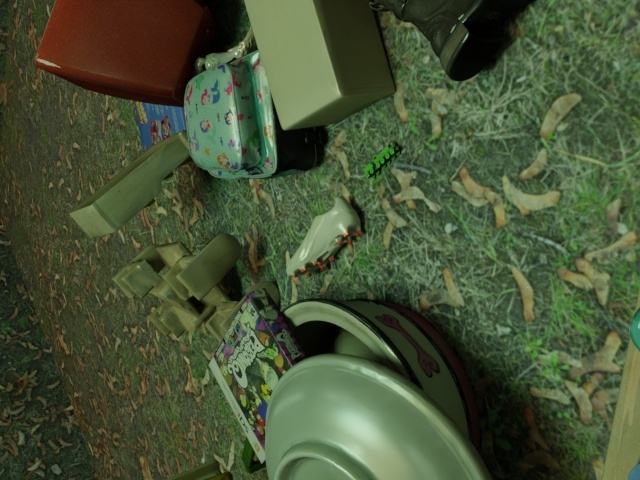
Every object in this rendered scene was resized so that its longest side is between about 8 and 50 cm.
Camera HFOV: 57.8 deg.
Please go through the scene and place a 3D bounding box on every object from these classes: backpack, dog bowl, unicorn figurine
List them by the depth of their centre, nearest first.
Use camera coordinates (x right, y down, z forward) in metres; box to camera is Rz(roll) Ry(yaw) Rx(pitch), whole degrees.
[{"bbox_3d":[0.076,0.278,0.936,0.408,0.150,0.408,14,109,47],"label":"dog bowl"},{"bbox_3d":[-0.139,-0.218,1.058,0.253,0.191,0.225,7,105,55],"label":"backpack"},{"bbox_3d":[-0.171,-0.351,1.128,0.060,0.161,0.111,54,162,20],"label":"unicorn figurine"}]

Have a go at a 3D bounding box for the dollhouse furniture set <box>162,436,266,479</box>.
[{"bbox_3d":[-0.151,0.485,1.134,0.197,0.301,0.151,47,134,36],"label":"dollhouse furniture set"}]

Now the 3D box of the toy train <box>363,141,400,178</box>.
[{"bbox_3d":[0.096,-0.127,0.919,0.083,0.017,0.024,-43,56,46],"label":"toy train"}]

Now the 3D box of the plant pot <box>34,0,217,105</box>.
[{"bbox_3d":[-0.351,-0.397,1.137,0.267,0.235,0.267,-118,50,-83],"label":"plant pot"}]

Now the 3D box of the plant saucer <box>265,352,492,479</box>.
[{"bbox_3d":[0.044,0.356,0.777,0.400,0.100,0.401,16,115,38],"label":"plant saucer"}]

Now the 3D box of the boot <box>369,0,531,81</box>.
[{"bbox_3d":[0.171,-0.356,0.723,0.263,0.091,0.229,-52,53,36],"label":"boot"}]

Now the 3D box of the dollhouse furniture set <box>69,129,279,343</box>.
[{"bbox_3d":[-0.297,0.004,1.276,0.362,0.256,0.394,-6,126,51],"label":"dollhouse furniture set"}]

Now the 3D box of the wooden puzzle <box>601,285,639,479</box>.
[{"bbox_3d":[0.435,0.218,0.544,0.322,0.080,0.348,17,112,47],"label":"wooden puzzle"}]

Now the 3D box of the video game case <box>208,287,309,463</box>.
[{"bbox_3d":[-0.096,0.231,0.979,0.210,0.041,0.232,55,135,24],"label":"video game case"}]

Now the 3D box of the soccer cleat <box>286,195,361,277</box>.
[{"bbox_3d":[0.000,0.000,1.031,0.196,0.068,0.076,-43,61,38],"label":"soccer cleat"}]

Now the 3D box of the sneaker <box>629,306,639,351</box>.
[{"bbox_3d":[0.379,0.131,0.463,0.275,0.110,0.107,39,122,40],"label":"sneaker"}]

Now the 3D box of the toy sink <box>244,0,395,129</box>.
[{"bbox_3d":[-0.002,-0.312,0.904,0.152,0.131,0.234,-17,90,50],"label":"toy sink"}]

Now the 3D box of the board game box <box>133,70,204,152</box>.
[{"bbox_3d":[-0.362,-0.367,1.363,0.233,0.078,0.347,-12,90,51],"label":"board game box"}]
